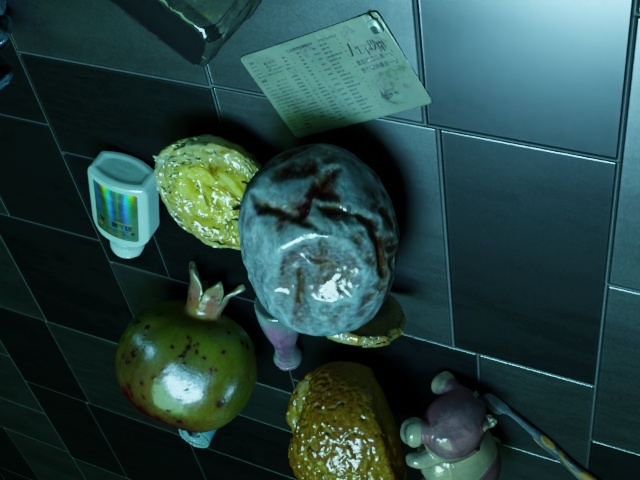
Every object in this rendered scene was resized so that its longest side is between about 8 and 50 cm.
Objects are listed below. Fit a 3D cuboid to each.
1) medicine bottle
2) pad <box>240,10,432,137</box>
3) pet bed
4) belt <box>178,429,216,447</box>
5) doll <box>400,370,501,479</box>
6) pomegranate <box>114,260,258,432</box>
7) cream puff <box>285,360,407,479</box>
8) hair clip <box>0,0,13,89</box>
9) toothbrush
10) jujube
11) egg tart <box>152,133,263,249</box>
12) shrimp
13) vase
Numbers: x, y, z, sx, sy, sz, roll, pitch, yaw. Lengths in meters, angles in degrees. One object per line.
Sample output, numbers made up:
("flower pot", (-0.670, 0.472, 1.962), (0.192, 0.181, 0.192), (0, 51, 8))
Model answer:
("medicine bottle", (-0.359, -0.057, 1.805), (0.121, 0.083, 0.229), (22, 144, 8))
("pad", (0.017, -0.226, 1.394), (0.265, 0.009, 0.159), (-9, 129, 42))
("pet bed", (-0.177, -0.355, 1.270), (0.211, 0.159, 0.183), (37, 170, -6))
("belt", (-0.353, 0.381, 2.336), (0.087, 0.072, 0.302), (-10, 128, 40))
("doll", (0.242, 0.380, 1.808), (0.152, 0.196, 0.256), (55, 170, 50))
("pomegranate", (-0.258, 0.212, 1.958), (0.291, 0.323, 0.291), (14, 172, 2))
("cream puff", (0.042, 0.374, 1.849), (0.212, 0.303, 0.303), (-19, 130, 3))
("hair clip", (-0.613, -0.349, 1.538), (0.310, 0.206, 0.194), (22, 149, 5))
("toothbrush", (0.422, 0.381, 1.819), (0.321, 0.023, 0.031), (38, 151, -8))
("jujube", (-0.002, -0.007, 1.491), (0.247, 0.215, 0.308), (8, 135, 1))
("egg tart", (-0.158, -0.086, 1.620), (0.252, 0.098, 0.232), (41, 137, -20))
("shrimp", (0.039, 0.101, 1.662), (0.253, 0.173, 0.058), (38, 133, 41))
("vase", (-0.073, 0.175, 1.884), (0.086, 0.086, 0.214), (18, 147, 17))
